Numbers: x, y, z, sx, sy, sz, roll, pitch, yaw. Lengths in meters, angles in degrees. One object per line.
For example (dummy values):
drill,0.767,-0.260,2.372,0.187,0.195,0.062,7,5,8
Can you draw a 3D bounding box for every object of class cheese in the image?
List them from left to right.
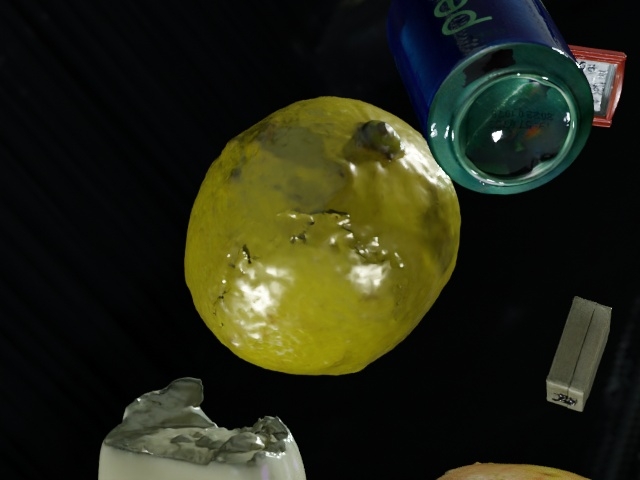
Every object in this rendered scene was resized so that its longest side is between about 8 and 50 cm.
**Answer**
cheese,-0.133,0.285,2.009,0.266,0.233,0.127,7,-169,36

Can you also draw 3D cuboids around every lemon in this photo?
lemon,-0.001,0.001,1.689,0.284,0.260,0.260,-40,-157,21

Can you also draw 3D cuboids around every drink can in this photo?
drink can,0.114,-0.125,1.250,0.118,0.118,0.205,-33,-148,11

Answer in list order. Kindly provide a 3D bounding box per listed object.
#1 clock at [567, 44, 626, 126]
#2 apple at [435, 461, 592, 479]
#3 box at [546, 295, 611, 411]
clock,0.367,-0.234,2.619,0.155,0.113,0.061,8,-161,-8
apple,0.229,0.399,2.004,0.314,0.309,0.252,44,-62,30
box,0.218,0.099,1.505,0.035,0.079,0.083,18,-104,13
